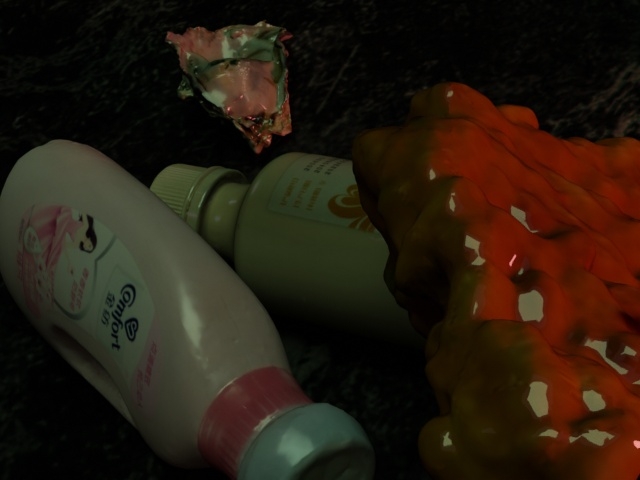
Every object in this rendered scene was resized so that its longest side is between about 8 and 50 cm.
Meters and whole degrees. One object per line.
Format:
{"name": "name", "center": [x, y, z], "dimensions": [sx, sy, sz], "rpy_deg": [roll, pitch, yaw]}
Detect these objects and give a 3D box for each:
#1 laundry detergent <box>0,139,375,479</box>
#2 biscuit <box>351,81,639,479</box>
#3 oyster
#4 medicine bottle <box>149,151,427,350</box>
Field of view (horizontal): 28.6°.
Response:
{"name": "laundry detergent", "center": [-0.096, 0.062, 0.783], "dimensions": [0.088, 0.159, 0.335], "rpy_deg": [-16, 38, -34]}
{"name": "biscuit", "center": [0.163, 0.053, 0.643], "dimensions": [0.318, 0.110, 0.312], "rpy_deg": [14, 35, -28]}
{"name": "oyster", "center": [-0.075, -0.136, 1.037], "dimensions": [0.108, 0.053, 0.165], "rpy_deg": [6, 35, -13]}
{"name": "medicine bottle", "center": [0.000, 0.000, 0.843], "dimensions": [0.252, 0.114, 0.114], "rpy_deg": [11, 52, 27]}
